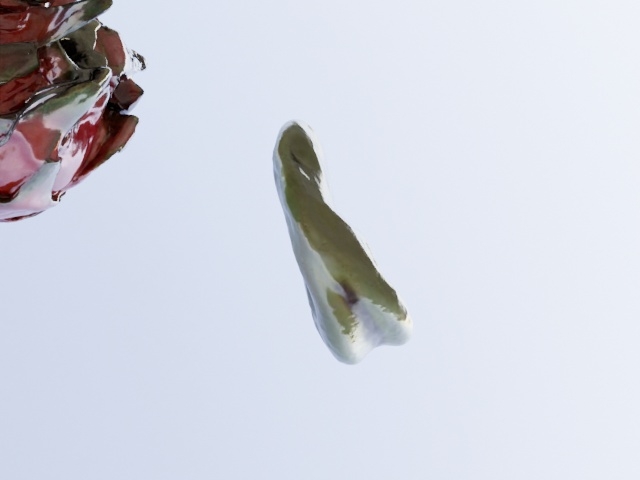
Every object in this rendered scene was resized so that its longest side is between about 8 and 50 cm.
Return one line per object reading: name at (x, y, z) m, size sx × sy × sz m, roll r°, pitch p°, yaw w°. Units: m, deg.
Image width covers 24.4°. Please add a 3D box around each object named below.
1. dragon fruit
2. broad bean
dragon fruit at (-0.234, -0.109, 1.084) m, size 0.192 × 0.274 × 0.193 m, roll 35°, pitch -122°, yaw -36°
broad bean at (0.003, -0.001, 1.192) m, size 0.072 × 0.153 × 0.207 m, roll -25°, pitch -105°, yaw -4°
